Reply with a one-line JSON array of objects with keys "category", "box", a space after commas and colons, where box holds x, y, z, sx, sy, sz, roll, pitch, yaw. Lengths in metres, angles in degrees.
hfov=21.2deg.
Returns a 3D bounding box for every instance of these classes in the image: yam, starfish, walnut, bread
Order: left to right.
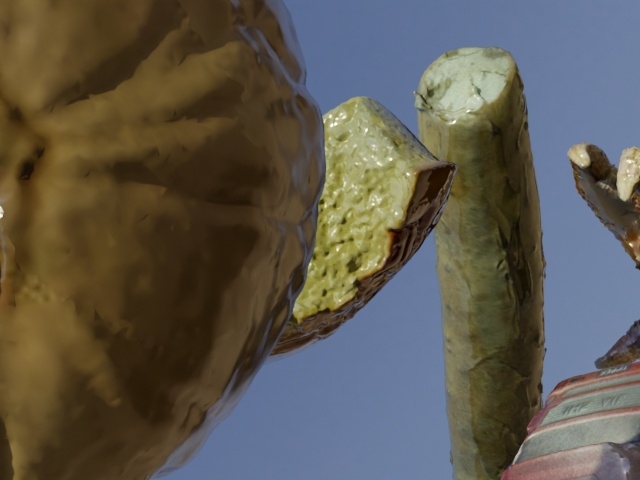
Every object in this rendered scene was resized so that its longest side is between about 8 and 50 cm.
[{"category": "walnut", "box": [-0.110, -0.012, 0.452, 0.228, 0.228, 0.228, -36, -40, -38]}, {"category": "bread", "box": [0.004, -0.001, 0.918, 0.156, 0.086, 0.125, -43, -14, 6]}, {"category": "yam", "box": [0.117, 0.045, 1.180, 0.083, 0.083, 0.371, -37, -48, -37]}, {"category": "starfish", "box": [0.228, 0.032, 1.042, 0.071, 0.216, 0.238, -39, -78, -18]}]

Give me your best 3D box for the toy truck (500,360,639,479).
[{"category": "toy truck", "box": [0.193, 0.200, 0.871, 0.270, 0.114, 0.135, 60, -140, -13]}]
